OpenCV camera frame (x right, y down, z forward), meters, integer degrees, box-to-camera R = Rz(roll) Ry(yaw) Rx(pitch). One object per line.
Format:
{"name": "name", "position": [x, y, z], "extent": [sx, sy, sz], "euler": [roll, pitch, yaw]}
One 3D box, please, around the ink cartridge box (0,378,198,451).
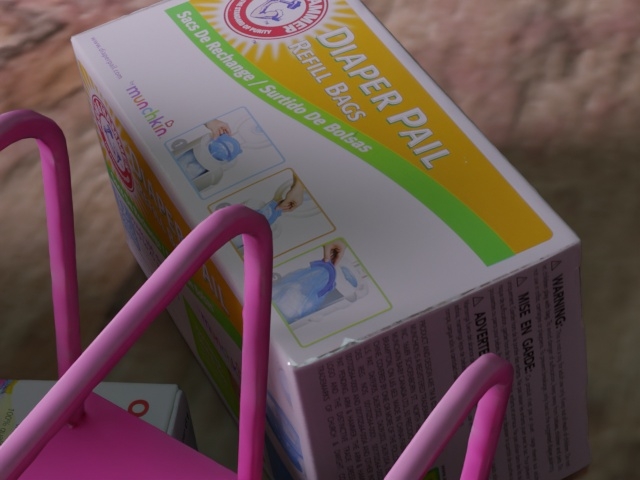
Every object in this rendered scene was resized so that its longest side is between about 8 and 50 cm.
{"name": "ink cartridge box", "position": [-0.108, 0.095, 0.627], "extent": [0.122, 0.052, 0.088], "euler": [0, 45, 12]}

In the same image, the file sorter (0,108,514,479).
{"name": "file sorter", "position": [-0.007, 0.127, 0.438], "extent": [0.291, 0.182, 0.202], "euler": [27, 54, 16]}

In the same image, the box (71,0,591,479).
{"name": "box", "position": [0.000, 0.000, 0.661], "extent": [0.103, 0.114, 0.203], "euler": [-23, 44, -14]}
